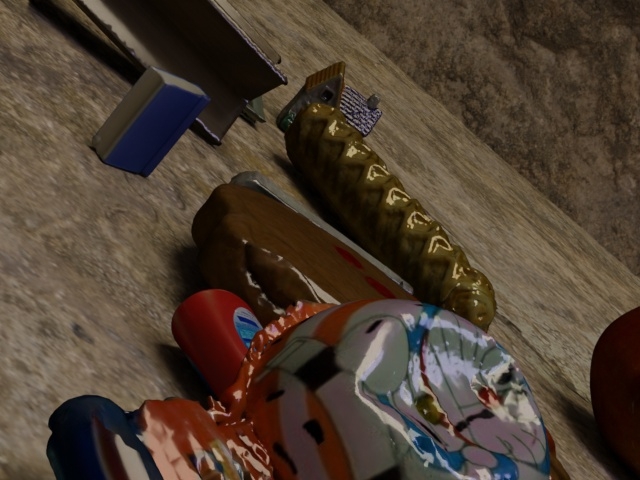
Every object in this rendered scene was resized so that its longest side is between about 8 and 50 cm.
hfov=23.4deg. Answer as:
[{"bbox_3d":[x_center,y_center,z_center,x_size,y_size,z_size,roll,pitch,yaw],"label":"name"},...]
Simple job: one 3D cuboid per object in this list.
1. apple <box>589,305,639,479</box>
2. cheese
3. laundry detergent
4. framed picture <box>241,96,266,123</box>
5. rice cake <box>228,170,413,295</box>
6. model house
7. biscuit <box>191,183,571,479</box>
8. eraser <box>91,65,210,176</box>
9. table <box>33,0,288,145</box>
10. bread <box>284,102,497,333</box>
[{"bbox_3d":[0.394,0.162,1.598,0.234,0.234,0.234,38,13,-10],"label":"apple"},{"bbox_3d":[0.008,0.122,0.798,0.329,0.129,0.217,2,53,-44],"label":"cheese"},{"bbox_3d":[-0.030,0.105,0.954,0.165,0.049,0.097,53,9,37],"label":"laundry detergent"},{"bbox_3d":[-0.163,-0.241,1.818,0.231,0.018,0.293,37,13,-15],"label":"framed picture"},{"bbox_3d":[0.000,0.000,1.424,0.207,0.036,0.047,36,1,-17],"label":"rice cake"},{"bbox_3d":[0.017,-0.153,1.845,0.101,0.100,0.088,39,12,-9],"label":"model house"},{"bbox_3d":[0.062,0.098,1.155,0.381,0.074,0.359,44,10,30],"label":"biscuit"},{"bbox_3d":[-0.137,-0.095,1.237,0.027,0.084,0.063,48,16,28],"label":"eraser"},{"bbox_3d":[-0.145,-0.214,1.515,0.226,0.167,0.167,45,11,-17],"label":"table"},{"bbox_3d":[0.064,-0.022,1.564,0.367,0.077,0.084,51,-9,41],"label":"bread"}]
